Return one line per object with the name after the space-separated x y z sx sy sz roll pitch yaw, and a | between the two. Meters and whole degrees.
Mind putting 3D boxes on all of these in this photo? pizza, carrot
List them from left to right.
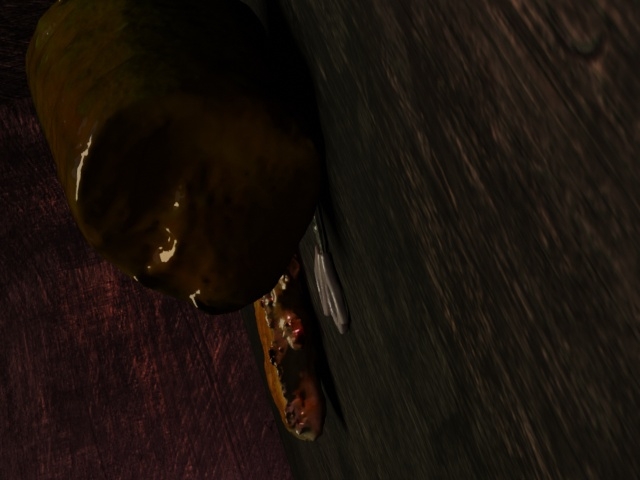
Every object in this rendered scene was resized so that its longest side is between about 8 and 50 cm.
-0.142 -0.117 1.042 0.341 0.241 0.241 -118 14 -44 | carrot
-0.049 0.100 1.413 0.189 0.071 0.297 -151 47 -79 | pizza

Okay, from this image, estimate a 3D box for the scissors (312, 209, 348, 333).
0.000 0.000 1.092 0.100 0.015 0.189 -127 25 -66 | scissors
